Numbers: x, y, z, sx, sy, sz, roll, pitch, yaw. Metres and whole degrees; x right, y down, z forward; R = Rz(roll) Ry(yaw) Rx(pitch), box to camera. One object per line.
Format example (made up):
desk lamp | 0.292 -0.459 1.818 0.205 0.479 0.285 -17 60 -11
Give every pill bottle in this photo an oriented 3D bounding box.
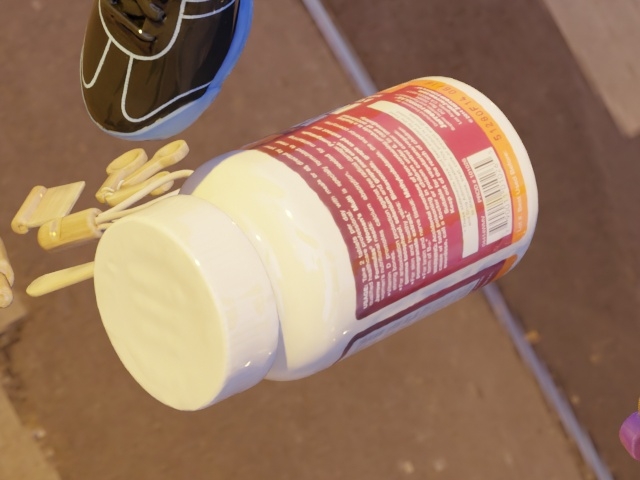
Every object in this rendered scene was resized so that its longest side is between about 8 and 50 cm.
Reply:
pill bottle | 0.000 0.000 0.933 0.221 0.121 0.121 -24 87 -39

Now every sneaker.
sneaker | -0.066 -0.143 0.800 0.081 0.232 0.090 33 25 20

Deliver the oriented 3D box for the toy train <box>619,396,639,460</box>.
toy train | 0.153 0.094 0.608 0.166 0.046 0.125 87 -22 -65

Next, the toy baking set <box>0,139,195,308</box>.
toy baking set | -0.185 -0.017 1.401 0.030 0.197 0.256 61 0 -24
